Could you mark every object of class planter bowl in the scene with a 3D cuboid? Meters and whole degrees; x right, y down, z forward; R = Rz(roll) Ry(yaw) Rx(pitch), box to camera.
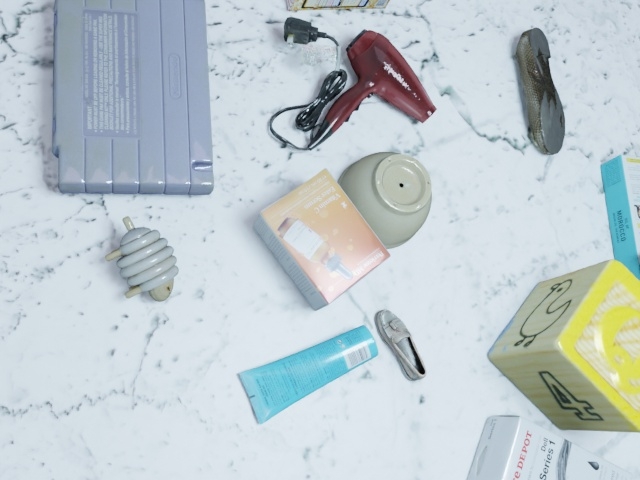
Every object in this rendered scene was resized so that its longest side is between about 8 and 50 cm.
[{"bbox_3d":[0.115,-0.078,1.059,0.161,0.109,0.162,5,73,-16],"label":"planter bowl"}]

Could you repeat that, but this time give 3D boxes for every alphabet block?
[{"bbox_3d":[0.426,0.174,1.039,0.193,0.197,0.192,43,67,-2],"label":"alphabet block"}]

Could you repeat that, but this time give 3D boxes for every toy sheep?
[{"bbox_3d":[-0.252,0.028,0.930,0.091,0.091,0.132,-31,104,-22],"label":"toy sheep"}]

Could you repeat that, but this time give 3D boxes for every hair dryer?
[{"bbox_3d":[0.061,-0.254,1.125,0.293,0.080,0.224,5,90,-10],"label":"hair dryer"}]

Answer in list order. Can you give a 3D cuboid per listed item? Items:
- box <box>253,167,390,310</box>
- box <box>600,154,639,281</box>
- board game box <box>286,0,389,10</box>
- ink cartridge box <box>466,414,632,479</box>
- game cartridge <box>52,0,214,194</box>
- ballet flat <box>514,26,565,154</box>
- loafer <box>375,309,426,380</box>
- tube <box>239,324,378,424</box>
[{"bbox_3d":[0.000,0.000,1.006,0.130,0.091,0.171,-37,88,-18],"label":"box"},{"bbox_3d":[0.604,-0.035,1.225,0.100,0.060,0.245,3,75,-16],"label":"box"},{"bbox_3d":[0.048,-0.457,1.121,0.193,0.147,0.045,-8,78,-20],"label":"board game box"},{"bbox_3d":[0.351,0.390,1.013,0.219,0.092,0.160,28,69,-9],"label":"ink cartridge box"},{"bbox_3d":[-0.286,-0.243,0.994,0.230,0.068,0.356,-1,76,-13],"label":"game cartridge"},{"bbox_3d":[0.412,-0.281,1.242,0.084,0.058,0.250,-2,81,-40],"label":"ballet flat"},{"bbox_3d":[0.132,0.164,1.035,0.045,0.039,0.125,-27,85,-21],"label":"loafer"},{"bbox_3d":[-0.013,0.194,0.981,0.207,0.052,0.080,-23,78,-16],"label":"tube"}]
